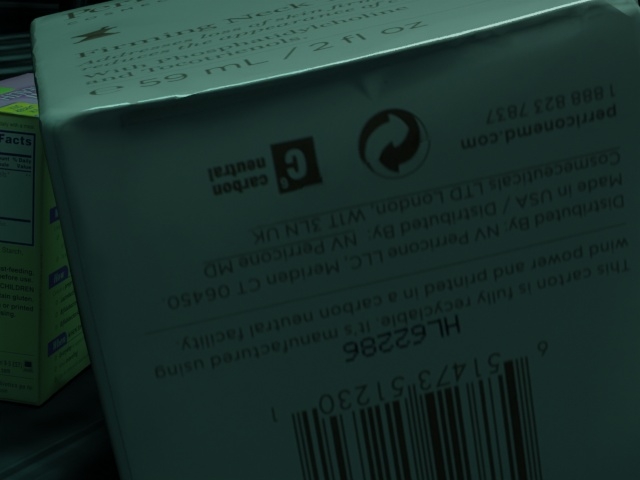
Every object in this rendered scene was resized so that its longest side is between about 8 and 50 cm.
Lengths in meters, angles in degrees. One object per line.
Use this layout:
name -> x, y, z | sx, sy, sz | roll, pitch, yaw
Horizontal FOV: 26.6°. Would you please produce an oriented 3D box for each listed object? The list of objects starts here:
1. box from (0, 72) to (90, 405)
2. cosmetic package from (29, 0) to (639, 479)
box -> -0.251, -0.010, 1.177 | 0.117, 0.243, 0.213 | 7, 15, 12
cosmetic package -> 0.000, 0.000, 0.909 | 0.329, 0.327, 0.394 | -14, 18, -9
